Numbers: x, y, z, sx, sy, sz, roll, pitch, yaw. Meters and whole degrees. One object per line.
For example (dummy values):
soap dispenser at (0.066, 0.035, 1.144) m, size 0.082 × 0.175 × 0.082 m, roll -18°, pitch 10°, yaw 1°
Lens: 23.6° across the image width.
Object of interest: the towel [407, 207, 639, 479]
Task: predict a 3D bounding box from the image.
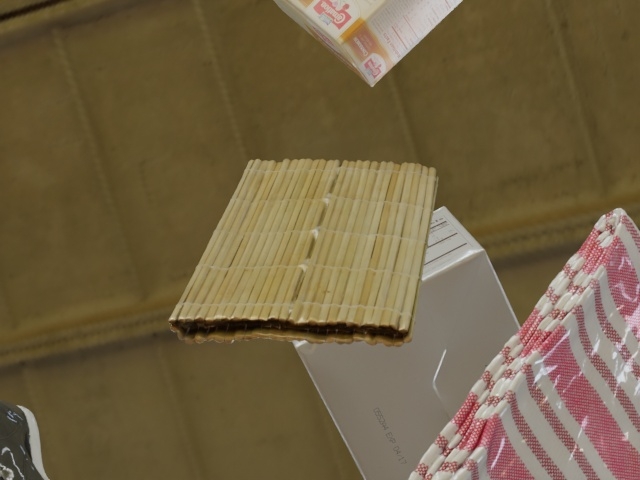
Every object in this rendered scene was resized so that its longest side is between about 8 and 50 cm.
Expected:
towel at (0.123, 0.103, 0.701) m, size 0.029 × 0.197 × 0.144 m, roll 8°, pitch -37°, yaw 53°

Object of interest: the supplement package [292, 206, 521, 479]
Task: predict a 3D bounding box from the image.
supplement package at (0.106, 0.138, 1.527) m, size 0.204 × 0.145 × 0.262 m, roll -28°, pitch -68°, yaw -2°

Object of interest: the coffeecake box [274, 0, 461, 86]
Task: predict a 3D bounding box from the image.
coffeecake box at (0.057, -0.242, 1.287) m, size 0.185 × 0.142 × 0.068 m, roll -43°, pitch -39°, yaw -1°

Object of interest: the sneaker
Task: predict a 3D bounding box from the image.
sneaker at (-0.368, 0.264, 1.666) m, size 0.147 × 0.296 × 0.104 m, roll 31°, pitch -74°, yaw -37°

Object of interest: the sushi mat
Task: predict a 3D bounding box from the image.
sushi mat at (0.000, 0.000, 1.071) m, size 0.151 × 0.316 × 0.019 m, roll 2°, pitch -69°, yaw 7°
